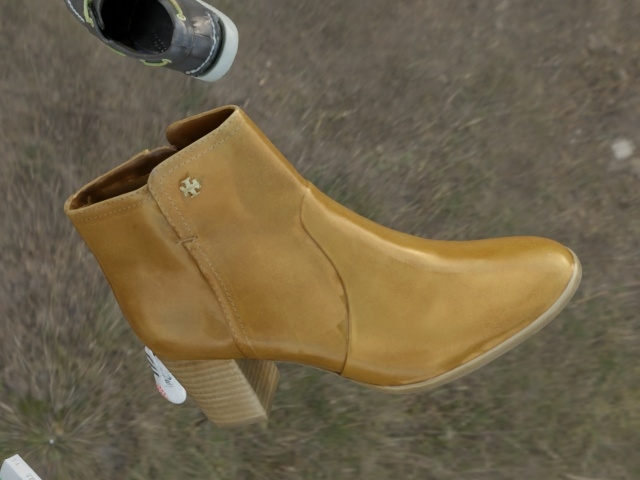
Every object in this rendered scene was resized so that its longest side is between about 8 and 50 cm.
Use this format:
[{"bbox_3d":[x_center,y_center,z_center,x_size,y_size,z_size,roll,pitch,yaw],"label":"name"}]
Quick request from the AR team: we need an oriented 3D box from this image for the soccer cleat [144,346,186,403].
[{"bbox_3d":[-0.172,0.142,1.693,0.029,0.035,0.083,-19,64,-18],"label":"soccer cleat"}]

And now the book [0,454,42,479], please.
[{"bbox_3d":[-0.294,0.309,1.635,0.144,0.096,0.035,40,40,23],"label":"book"}]

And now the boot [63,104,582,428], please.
[{"bbox_3d":[-0.001,0.000,0.985,0.295,0.104,0.211,-20,119,14],"label":"boot"}]

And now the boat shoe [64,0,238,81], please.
[{"bbox_3d":[-0.167,-0.206,1.356,0.068,0.227,0.081,11,103,-48],"label":"boat shoe"}]
